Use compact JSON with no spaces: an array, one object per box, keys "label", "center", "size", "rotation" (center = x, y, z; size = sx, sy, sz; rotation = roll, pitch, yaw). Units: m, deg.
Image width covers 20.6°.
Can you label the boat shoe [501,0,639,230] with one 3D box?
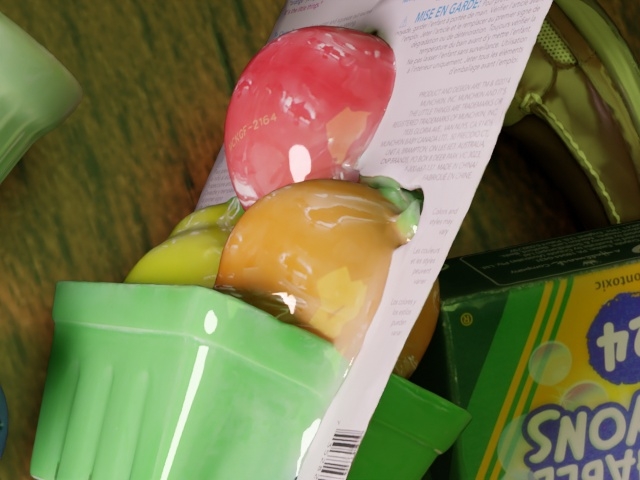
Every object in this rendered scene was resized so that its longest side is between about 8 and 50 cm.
[{"label":"boat shoe","center":[0.098,-0.124,1.057],"size":[0.120,0.122,0.324],"rotation":[-28,86,-6]}]

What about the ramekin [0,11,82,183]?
[{"label":"ramekin","center":[-0.283,-0.098,0.869],"size":[0.303,0.303,0.148],"rotation":[34,85,-7]}]

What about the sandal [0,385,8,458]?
[{"label":"sandal","center":[-0.225,0.092,0.853],"size":[0.138,0.317,0.126],"rotation":[-17,83,15]}]

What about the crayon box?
[{"label":"crayon box","center":[0.165,0.157,0.997],"size":[0.203,0.083,0.323],"rotation":[-12,107,-14]}]

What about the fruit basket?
[{"label":"fruit basket","center":[0.000,0.000,0.912],"size":[0.165,0.327,0.353],"rotation":[34,74,-22]}]
